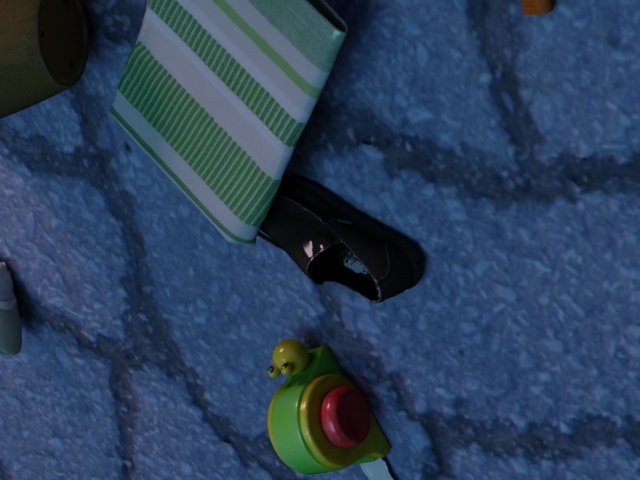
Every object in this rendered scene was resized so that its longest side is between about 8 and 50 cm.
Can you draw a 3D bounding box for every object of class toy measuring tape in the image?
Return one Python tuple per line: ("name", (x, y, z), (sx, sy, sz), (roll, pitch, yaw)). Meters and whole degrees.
("toy measuring tape", (0.026, 0.261, 1.932), (0.121, 0.121, 0.330), (-15, 110, 42))

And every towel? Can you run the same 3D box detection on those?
("towel", (-0.101, -0.172, 1.740), (0.248, 0.038, 0.325), (47, 136, 22))

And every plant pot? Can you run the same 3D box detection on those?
("plant pot", (-0.393, -0.217, 1.849), (0.254, 0.237, 0.237), (0, 120, 20))

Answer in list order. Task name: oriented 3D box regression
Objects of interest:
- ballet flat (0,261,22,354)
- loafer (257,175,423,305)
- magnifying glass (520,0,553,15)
("ballet flat", (-0.449, 0.034, 2.154), (0.248, 0.086, 0.086), (50, 135, -2))
("loafer", (0.000, 0.000, 1.792), (0.220, 0.078, 0.080), (23, 131, 22))
("magnifying glass", (0.171, -0.310, 1.492), (0.092, 0.026, 0.231), (3, 119, 35))
